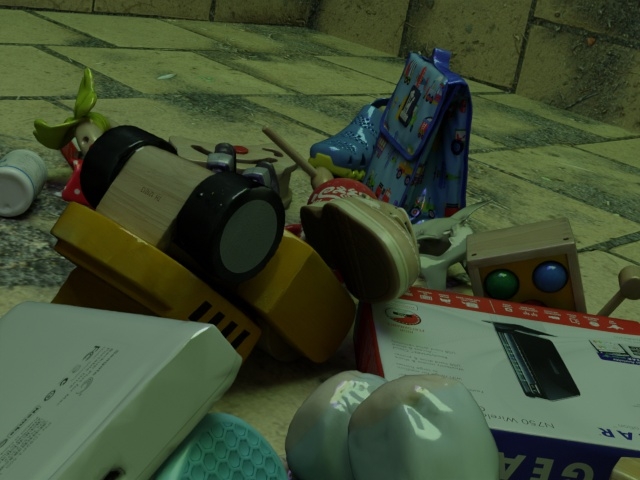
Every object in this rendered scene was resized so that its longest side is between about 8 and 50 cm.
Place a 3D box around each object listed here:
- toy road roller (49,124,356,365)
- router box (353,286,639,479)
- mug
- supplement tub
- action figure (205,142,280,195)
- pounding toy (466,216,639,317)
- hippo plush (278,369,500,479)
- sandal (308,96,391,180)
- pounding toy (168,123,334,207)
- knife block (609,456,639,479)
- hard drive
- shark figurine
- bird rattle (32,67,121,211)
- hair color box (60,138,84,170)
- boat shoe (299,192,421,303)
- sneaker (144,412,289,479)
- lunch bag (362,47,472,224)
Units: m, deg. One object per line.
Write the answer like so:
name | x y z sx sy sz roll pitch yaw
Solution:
toy road roller | -0.139 0.062 0.944 0.202 0.241 0.329 26 -13 34
router box | 0.211 0.157 0.962 0.335 0.082 0.301 9 20 -6
mug | 0.008 0.006 1.290 0.113 0.150 0.169 46 21 -10
supplement tub | -0.421 -0.080 1.294 0.071 0.071 0.107 8 19 -8
action figure | -0.134 -0.041 1.284 0.185 0.099 0.285 10 25 8
pounding toy | 0.295 0.074 1.139 0.206 0.181 0.094 -10 21 13
hippo plush | 0.109 0.202 0.556 0.236 0.235 0.294 12 -3 -35
sandal | 0.080 -0.201 1.820 0.126 0.138 0.317 21 23 21
pounding toy | -0.109 -0.134 1.491 0.269 0.155 0.154 10 24 -4
knife block | 0.380 0.275 0.721 0.275 0.088 0.242 7 19 -14
hard drive | -0.196 0.122 0.574 0.203 0.040 0.307 -47 24 -26
shark figurine | 0.189 0.029 1.303 0.166 0.116 0.278 -22 10 6
bird rattle | -0.300 -0.127 1.387 0.253 0.143 0.207 46 13 32
hair color box | -0.381 -0.148 1.547 0.071 0.043 0.141 1 21 -26
boat shoe | 0.058 -0.005 1.043 0.098 0.109 0.302 -17 10 -12
sneaker | -0.141 0.250 0.487 0.208 0.127 0.319 -21 33 36
lunch bag | 0.173 -0.163 1.522 0.138 0.293 0.221 7 19 -13
